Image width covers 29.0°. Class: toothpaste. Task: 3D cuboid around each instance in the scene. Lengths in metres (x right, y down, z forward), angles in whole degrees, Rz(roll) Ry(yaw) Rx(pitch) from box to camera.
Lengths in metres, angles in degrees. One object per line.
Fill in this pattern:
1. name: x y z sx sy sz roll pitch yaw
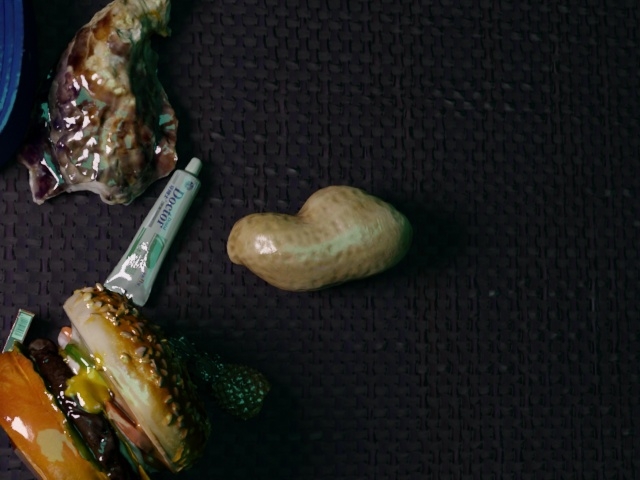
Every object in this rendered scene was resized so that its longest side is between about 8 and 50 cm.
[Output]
1. toothpaste: -0.219 -0.017 1.700 0.064 0.041 0.218 27 80 4

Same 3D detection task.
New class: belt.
1. belt: -0.483 -0.254 1.619 0.213 0.117 0.346 1 81 -5

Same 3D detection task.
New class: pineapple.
1. pineapple: -0.145 0.178 1.676 0.159 0.074 0.074 32 77 -2

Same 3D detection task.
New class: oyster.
1. oyster: -0.289 -0.183 1.675 0.275 0.100 0.271 -24 100 -18

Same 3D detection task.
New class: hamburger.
1. hamburger: -0.269 0.204 1.539 0.225 0.291 0.291 -34 91 -11

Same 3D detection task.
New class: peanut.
1. peanut: 0.000 0.000 1.706 0.253 0.122 0.137 -16 77 -10

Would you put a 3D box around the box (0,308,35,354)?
1. box: -0.401 0.133 1.632 0.023 0.051 0.082 21 78 -8
